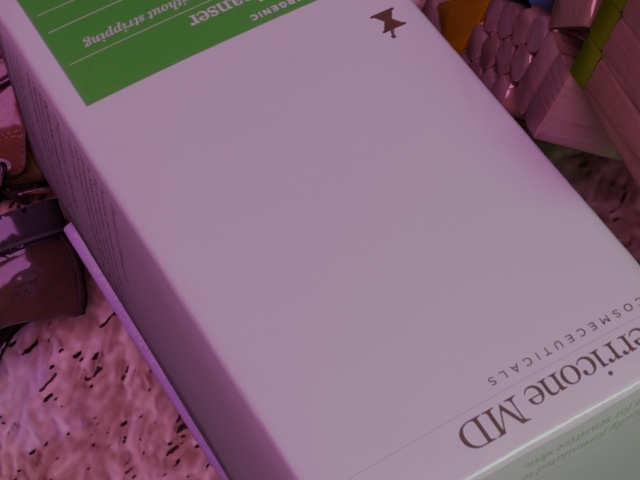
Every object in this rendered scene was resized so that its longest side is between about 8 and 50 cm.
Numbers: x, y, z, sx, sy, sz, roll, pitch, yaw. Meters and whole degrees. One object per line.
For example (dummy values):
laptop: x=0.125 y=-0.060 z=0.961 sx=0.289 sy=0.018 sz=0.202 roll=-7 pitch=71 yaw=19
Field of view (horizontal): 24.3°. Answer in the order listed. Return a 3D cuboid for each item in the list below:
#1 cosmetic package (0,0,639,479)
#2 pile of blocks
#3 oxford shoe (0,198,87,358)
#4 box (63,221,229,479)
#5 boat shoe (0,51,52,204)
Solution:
cosmetic package: x=0.000 y=0.000 z=0.759 sx=0.197 sy=0.155 sz=0.365 roll=-28 pitch=58 yaw=-17
pile of blocks: x=0.161 y=-0.106 z=0.765 sx=0.113 sy=0.362 sz=0.149 roll=12 pitch=96 yaw=-19
oxford shoe: x=-0.249 y=0.061 z=0.905 sx=0.227 sy=0.083 sz=0.096 roll=-23 pitch=90 yaw=8
box: x=-0.037 y=0.111 z=0.877 sx=0.063 sy=0.067 sz=0.324 roll=-34 pitch=79 yaw=0
boat shoe: x=-0.205 y=-0.073 z=0.905 sx=0.307 sy=0.111 sz=0.104 roll=-42 pitch=77 yaw=-1
